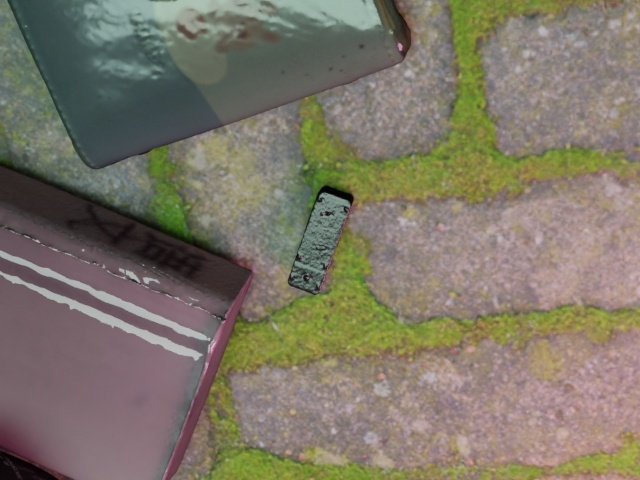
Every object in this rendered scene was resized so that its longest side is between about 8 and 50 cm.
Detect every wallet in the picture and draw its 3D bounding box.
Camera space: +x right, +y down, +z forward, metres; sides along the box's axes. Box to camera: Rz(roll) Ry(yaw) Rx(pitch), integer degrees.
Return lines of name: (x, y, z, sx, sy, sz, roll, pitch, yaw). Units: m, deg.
wallet: (-0.119, -0.226, 1.285, 0.360, 0.083, 0.252, -19, 111, 15)

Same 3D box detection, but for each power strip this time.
power strip: (0.000, 0.000, 1.372, 0.038, 0.029, 0.111, 21, 110, 3)

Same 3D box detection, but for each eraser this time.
eraser: (-0.285, 0.090, 1.414, 0.359, 0.122, 0.272, 22, 115, 3)

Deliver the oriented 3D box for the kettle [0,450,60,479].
kettle: (-0.315, 0.349, 1.422, 0.268, 0.290, 0.207, 32, 88, 37)
